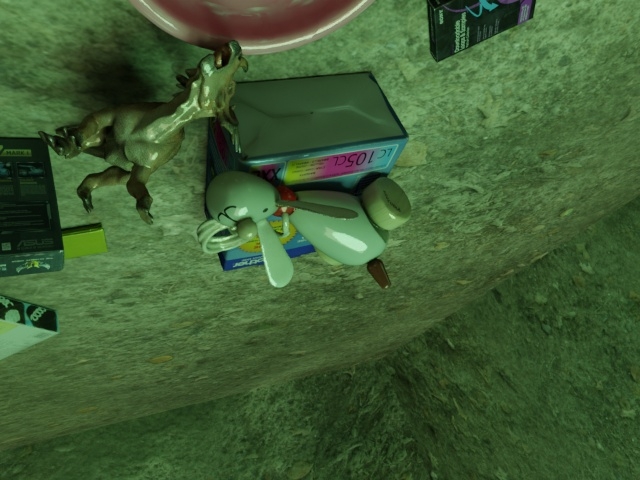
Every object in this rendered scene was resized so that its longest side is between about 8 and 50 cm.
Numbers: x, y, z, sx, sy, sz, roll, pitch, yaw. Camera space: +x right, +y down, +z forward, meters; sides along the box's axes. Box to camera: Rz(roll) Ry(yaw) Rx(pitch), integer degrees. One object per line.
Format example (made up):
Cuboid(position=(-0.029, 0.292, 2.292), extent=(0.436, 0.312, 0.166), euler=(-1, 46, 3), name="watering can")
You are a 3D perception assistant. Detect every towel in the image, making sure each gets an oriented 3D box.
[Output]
Cuboid(position=(-0.507, 0.017, 0.885), extent=(0.237, 0.021, 0.102), euler=(-12, 160, -23), name="towel")

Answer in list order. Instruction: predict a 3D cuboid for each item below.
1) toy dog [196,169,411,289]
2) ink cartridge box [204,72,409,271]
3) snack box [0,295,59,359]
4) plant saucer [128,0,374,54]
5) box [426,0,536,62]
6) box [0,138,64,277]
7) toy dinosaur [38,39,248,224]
Cuboid(position=(0.000, 0.000, 0.726), extent=(0.334, 0.161, 0.220), euler=(-7, 152, -28), name="toy dog")
Cuboid(position=(-0.053, -0.089, 0.881), extent=(0.270, 0.151, 0.395), euler=(-12, 156, -20), name="ink cartridge box")
Cuboid(position=(-0.706, 0.165, 0.978), extent=(0.187, 0.060, 0.322), euler=(-24, 156, 5), name="snack box")
Cuboid(position=(-0.049, -0.327, 0.457), extent=(0.332, 0.084, 0.332), euler=(-18, 155, -9), name="plant saucer")
Cuboid(position=(0.237, -0.339, 0.732), extent=(0.162, 0.029, 0.116), euler=(-23, 156, 7), name="box")
Cuboid(position=(-0.450, -0.040, 0.607), extent=(0.233, 0.183, 0.059), euler=(-6, 153, -32), name="box")
Cuboid(position=(-0.208, -0.131, 0.621), extent=(0.296, 0.127, 0.200), euler=(5, -139, 45), name="toy dinosaur")
